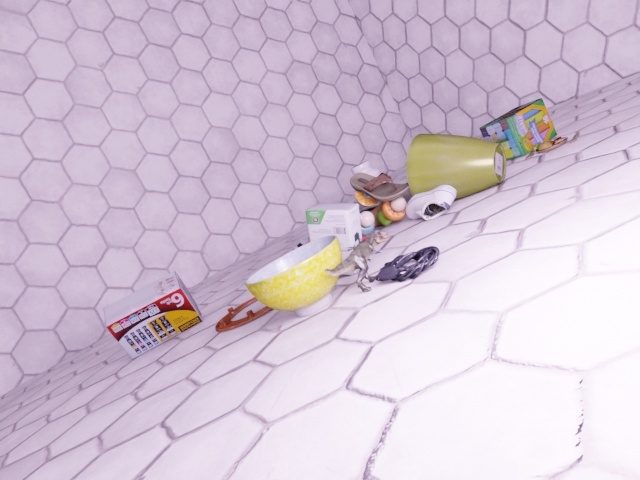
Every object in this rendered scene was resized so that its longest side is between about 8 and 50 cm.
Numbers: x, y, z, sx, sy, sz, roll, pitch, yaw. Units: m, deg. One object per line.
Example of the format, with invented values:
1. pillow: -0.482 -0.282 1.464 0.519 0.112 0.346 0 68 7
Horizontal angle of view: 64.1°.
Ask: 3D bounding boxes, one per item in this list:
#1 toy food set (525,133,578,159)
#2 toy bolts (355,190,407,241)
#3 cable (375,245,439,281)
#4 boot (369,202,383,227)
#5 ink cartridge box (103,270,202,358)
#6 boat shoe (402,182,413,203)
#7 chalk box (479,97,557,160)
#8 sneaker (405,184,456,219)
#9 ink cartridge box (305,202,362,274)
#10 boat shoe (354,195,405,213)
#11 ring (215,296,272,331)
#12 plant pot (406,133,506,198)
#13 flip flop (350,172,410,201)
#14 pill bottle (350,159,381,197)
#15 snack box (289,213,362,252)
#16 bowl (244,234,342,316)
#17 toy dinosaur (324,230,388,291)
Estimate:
1. toy food set: 0.888 -0.377 1.972 0.192 0.039 0.132 -21 10 39
2. toy bolts: 0.200 -0.126 1.961 0.228 0.218 0.158 -41 -7 -16
3. cable: 0.235 0.060 1.310 0.184 0.047 0.150 -23 4 46
4. boot: 0.169 -0.050 2.089 0.269 0.089 0.236 -32 -4 -38
5. ink cartridge box: -0.647 0.318 2.037 0.309 0.272 0.130 -29 39 -9
6. boat shoe: 0.406 -0.205 2.225 0.091 0.109 0.305 -28 14 -14
7. chalk box: 0.822 -0.451 2.180 0.288 0.179 0.180 -31 10 -22
8. sneaker: 0.374 -0.118 1.813 0.091 0.094 0.258 -60 11 -25
9. ink cartridge box: 0.048 -0.006 1.608 0.152 0.209 0.087 3 20 29
10. boat shoe: 0.259 -0.152 2.228 0.227 0.081 0.079 -7 -16 20
11. ring: -0.225 0.221 1.805 0.336 0.032 0.336 -26 7 3
12. plant pot: 0.508 -0.266 1.857 0.293 0.275 0.274 0 23 37
13. flip flop: 0.217 -0.220 1.941 0.112 0.080 0.277 -36 40 -25
14. pill bottle: 0.236 -0.229 2.343 0.146 0.264 0.146 -26 7 4
15. snack box: 0.000 0.000 1.862 0.187 0.060 0.322 -29 -9 -36
16. bowl: -0.049 0.118 1.425 0.289 0.156 0.289 -26 7 4
17. toy dinosaur: 0.107 0.069 1.361 0.064 0.118 0.268 -19 11 44
